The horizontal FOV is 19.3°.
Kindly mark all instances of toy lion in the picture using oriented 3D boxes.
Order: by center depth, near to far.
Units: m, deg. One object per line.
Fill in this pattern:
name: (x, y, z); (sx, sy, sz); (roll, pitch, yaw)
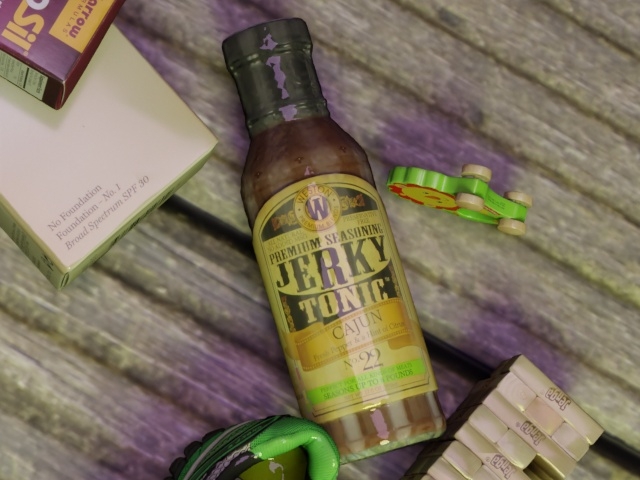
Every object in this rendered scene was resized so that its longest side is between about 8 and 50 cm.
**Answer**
toy lion: (0.105, -0.036, 1.502); (0.100, 0.096, 0.034); (27, 73, -47)

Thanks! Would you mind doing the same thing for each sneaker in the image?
sneaker: (-0.092, 0.262, 1.331); (0.134, 0.146, 0.343); (30, 59, -13)

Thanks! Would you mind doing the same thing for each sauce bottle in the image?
sauce bottle: (0.000, 0.000, 1.459); (0.111, 0.111, 0.344); (-17, 84, -13)

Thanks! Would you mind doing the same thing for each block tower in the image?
block tower: (0.072, 0.245, 1.441); (0.097, 0.091, 0.335); (43, 77, -1)

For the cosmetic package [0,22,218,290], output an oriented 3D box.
cosmetic package: (-0.240, -0.131, 1.435); (0.160, 0.113, 0.309); (-43, 91, -14)

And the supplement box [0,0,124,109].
supplement box: (-0.239, -0.190, 1.345); (0.188, 0.081, 0.104); (30, 76, -5)
